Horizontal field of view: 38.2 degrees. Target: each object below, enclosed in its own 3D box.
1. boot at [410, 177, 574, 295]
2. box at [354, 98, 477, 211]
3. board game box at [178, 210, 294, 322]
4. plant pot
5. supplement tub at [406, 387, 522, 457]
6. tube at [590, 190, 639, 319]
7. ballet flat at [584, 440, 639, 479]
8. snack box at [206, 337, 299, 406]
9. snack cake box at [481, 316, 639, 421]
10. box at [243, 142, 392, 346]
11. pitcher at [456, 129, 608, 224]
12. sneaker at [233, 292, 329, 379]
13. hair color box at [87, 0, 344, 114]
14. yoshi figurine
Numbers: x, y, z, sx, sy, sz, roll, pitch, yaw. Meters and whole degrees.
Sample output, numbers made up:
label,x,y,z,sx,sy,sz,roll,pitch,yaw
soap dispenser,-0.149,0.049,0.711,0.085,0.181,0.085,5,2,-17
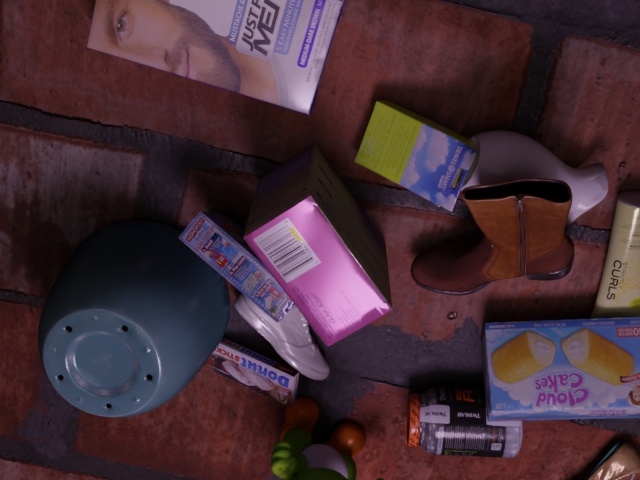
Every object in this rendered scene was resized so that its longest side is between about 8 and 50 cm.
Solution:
label,x,y,z,sx,sy,sz,roll,pitch,yaw
boot,0.242,0.000,1.371,0.264,0.280,0.096,2,70,18
box,0.148,-0.131,1.404,0.178,0.042,0.109,30,116,22
board game box,-0.123,0.016,1.448,0.194,0.194,0.060,38,104,-13
plant pot,-0.310,0.144,1.472,0.293,0.235,0.292,2,112,6
supplement tub,0.247,0.315,1.602,0.191,0.117,0.116,2,114,2
tube,0.498,0.039,1.497,0.070,0.062,0.240,25,128,37
ballet flat,0.492,0.462,1.668,0.073,0.080,0.232,48,113,25
snack box,-0.119,0.223,1.590,0.178,0.022,0.064,21,118,25
snack cake box,0.404,0.214,1.521,0.265,0.152,0.089,-3,157,4
box,0.000,0.000,1.403,0.117,0.243,0.213,-31,109,15
pitcher,0.308,-0.075,1.430,0.207,0.125,0.177,15,131,-15
sneaker,-0.044,0.148,1.572,0.094,0.080,0.212,-43,106,4
hair color box,-0.148,-0.326,1.341,0.339,0.110,0.185,17,115,-3
yoshi figurine,0.005,0.393,1.517,0.204,0.362,0.202,-14,112,10
